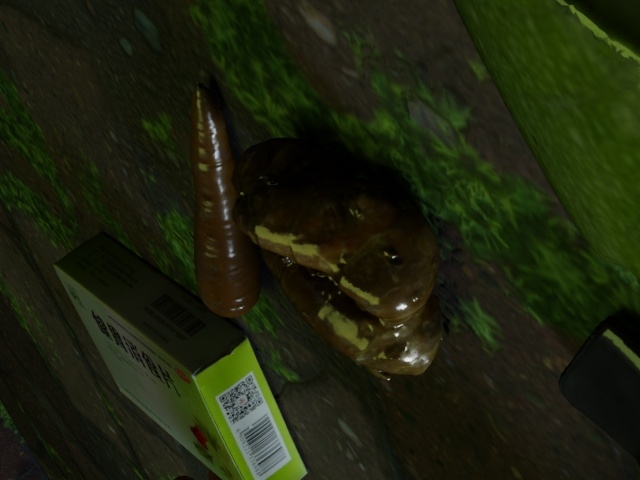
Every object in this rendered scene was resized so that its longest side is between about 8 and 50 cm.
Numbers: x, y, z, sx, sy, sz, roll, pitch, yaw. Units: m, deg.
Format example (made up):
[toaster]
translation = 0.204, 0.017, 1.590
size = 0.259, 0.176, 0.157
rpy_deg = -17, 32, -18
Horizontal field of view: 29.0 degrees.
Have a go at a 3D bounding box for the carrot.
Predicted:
[carrot]
translation = -0.067, -0.022, 0.824
size = 0.048, 0.048, 0.216
rpy_deg = 40, 151, 31

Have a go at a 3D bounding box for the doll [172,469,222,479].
[doll]
translation = -0.097, 0.320, 1.291
size = 0.221, 0.143, 0.135
rpy_deg = 28, 150, 35

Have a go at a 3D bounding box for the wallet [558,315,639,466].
[wallet]
translation = 0.171, 0.102, 0.546
size = 0.157, 0.018, 0.082
rpy_deg = 47, 158, 15

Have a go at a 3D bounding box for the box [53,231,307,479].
[box]
translation = -0.132, 0.115, 1.136
size = 0.260, 0.062, 0.175
rpy_deg = 30, 149, 47

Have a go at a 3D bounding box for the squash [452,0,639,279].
[squash]
translation = 0.066, -0.112, 0.328
size = 0.252, 0.093, 0.169
rpy_deg = 60, 160, -18

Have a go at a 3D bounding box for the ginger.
[ginger]
translation = 0.000, 0.000, 0.666
size = 0.162, 0.073, 0.103
rpy_deg = 41, 155, 31
